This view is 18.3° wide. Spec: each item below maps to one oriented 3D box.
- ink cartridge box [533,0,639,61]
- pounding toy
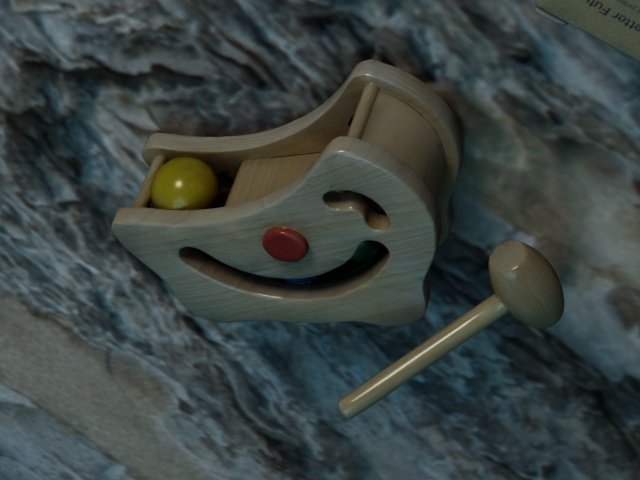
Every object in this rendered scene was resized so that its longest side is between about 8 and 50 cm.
[{"bbox_3d":[0.254,-0.146,0.976,0.234,0.088,0.193,27,139,-7],"label":"ink cartridge box"},{"bbox_3d":[0.000,0.000,1.180,0.269,0.155,0.154,0,138,23],"label":"pounding toy"}]
